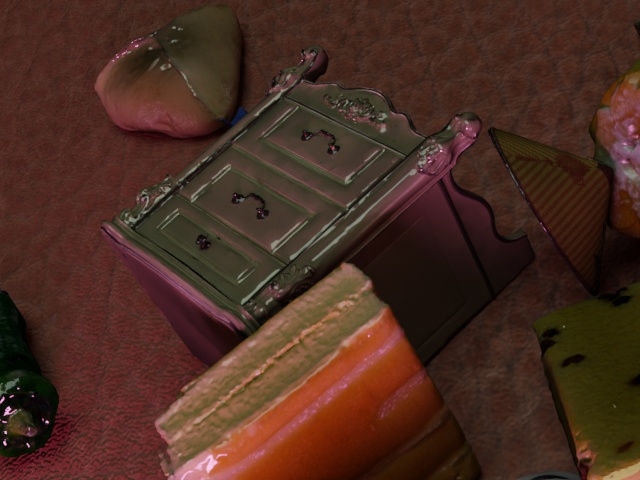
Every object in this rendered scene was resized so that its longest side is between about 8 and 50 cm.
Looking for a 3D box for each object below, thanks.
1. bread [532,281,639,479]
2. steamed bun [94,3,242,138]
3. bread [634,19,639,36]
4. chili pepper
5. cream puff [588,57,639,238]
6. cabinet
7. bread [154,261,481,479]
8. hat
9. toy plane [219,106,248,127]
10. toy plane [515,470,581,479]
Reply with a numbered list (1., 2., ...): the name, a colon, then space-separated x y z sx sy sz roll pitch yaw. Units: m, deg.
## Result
1. bread: 0.266 0.131 1.164 0.138 0.077 0.361 -18 15 6
2. steamed bun: -0.216 -0.229 1.912 0.212 0.110 0.231 -20 39 14
3. bread: 0.424 -0.265 1.563 0.147 0.127 0.152 -32 24 0
4. chili pepper: -0.376 0.165 1.627 0.136 0.099 0.270 -32 35 -14
5. cream puff: 0.363 -0.088 1.362 0.195 0.221 0.195 -6 11 1
6. cabinet: 0.000 0.000 1.459 0.318 0.227 0.290 -43 40 -13
7. bread: -0.001 0.189 1.270 0.246 0.239 0.111 -36 35 -7
8. hat: 0.246 -0.047 1.348 0.082 0.193 0.193 -31 40 11
9. toy plane: -0.057 -0.145 1.779 0.167 0.054 0.062 16 85 40
10. toy plane: 0.242 0.256 1.141 0.245 0.117 0.244 -17 44 18
